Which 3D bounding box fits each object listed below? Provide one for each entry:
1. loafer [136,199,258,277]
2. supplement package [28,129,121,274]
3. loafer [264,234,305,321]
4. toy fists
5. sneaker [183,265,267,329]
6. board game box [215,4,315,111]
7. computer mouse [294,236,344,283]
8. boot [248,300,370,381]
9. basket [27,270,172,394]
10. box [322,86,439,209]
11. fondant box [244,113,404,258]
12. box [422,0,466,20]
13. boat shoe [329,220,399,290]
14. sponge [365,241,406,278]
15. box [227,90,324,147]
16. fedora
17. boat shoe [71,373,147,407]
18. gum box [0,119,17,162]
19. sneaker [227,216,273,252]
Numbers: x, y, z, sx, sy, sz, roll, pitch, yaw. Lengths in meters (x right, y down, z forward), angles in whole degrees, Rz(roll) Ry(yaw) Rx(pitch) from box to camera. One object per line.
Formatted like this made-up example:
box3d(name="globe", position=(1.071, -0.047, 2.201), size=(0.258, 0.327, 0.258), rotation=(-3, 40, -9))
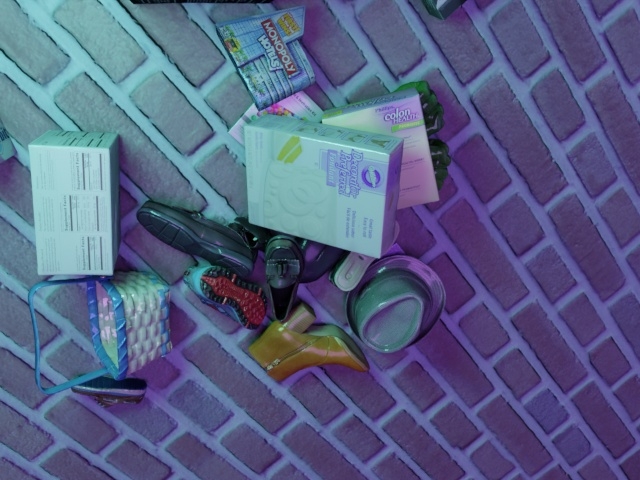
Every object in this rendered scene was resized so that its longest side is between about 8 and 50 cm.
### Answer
box3d(name="loafer", position=(-0.284, -0.017, 1.295), size=(0.302, 0.095, 0.109), rotation=(31, 143, -20))
box3d(name="supplement package", position=(-0.504, -0.085, 1.145), size=(0.145, 0.204, 0.262), rotation=(1, 109, -16))
box3d(name="loafer", position=(-0.086, 0.098, 1.308), size=(0.096, 0.084, 0.268), rotation=(2, 141, -2))
box3d(name="toy fists", position=(0.241, -0.244, 1.327), size=(0.142, 0.096, 0.279), rotation=(-17, 111, -8))
box3d(name="sneaker", position=(-0.233, 0.131, 1.352), size=(0.262, 0.125, 0.104), rotation=(49, 61, -43))
box3d(name="board game box", position=(-0.095, -0.413, 1.181), size=(0.194, 0.060, 0.194), rotation=(-29, 93, -7))
box3d(name="computer mouse", position=(0.000, 0.000, 1.367), size=(0.188, 0.072, 0.272), rotation=(30, 100, -22))
box3d(name="boot", position=(-0.031, 0.312, 1.465), size=(0.211, 0.104, 0.295), rotation=(-44, 110, 11))
box3d(name="basket", position=(-0.493, 0.196, 1.231), size=(0.289, 0.201, 0.255), rotation=(-11, 114, -43))
box3d(name="box", position=(0.137, -0.195, 1.237), size=(0.213, 0.117, 0.243), rotation=(-13, 113, 10))
box3d(name="fondant box", position=(0.001, -0.122, 1.175), size=(0.330, 0.096, 0.238), rotation=(15, 123, 21))
box3d(name="box", position=(0.268, -0.670, 1.145), size=(0.242, 0.076, 0.307), rotation=(-40, 128, 7))
box3d(name="boat shoe", position=(0.110, 0.028, 1.406), size=(0.084, 0.079, 0.233), rotation=(44, 80, -12))
box3d(name="sponge", position=(0.214, 0.109, 1.477), size=(0.117, 0.031, 0.210), rotation=(-39, 114, 4))
box3d(name="box", position=(-0.101, -0.273, 1.266), size=(0.145, 0.038, 0.186), rotation=(41, 95, -23))
box3d(name="fedora", position=(0.190, 0.183, 1.395), size=(0.244, 0.124, 0.275), rotation=(45, 106, -8))
box3d(name="boat shoe", position=(-0.538, 0.386, 1.377), size=(0.183, 0.066, 0.066), rotation=(12, 107, -17))
box3d(name="gum box", position=(-0.677, -0.196, 1.072), size=(0.062, 0.188, 0.107), rotation=(-19, 113, -6))
box3d(name="sneaker", position=(-0.141, 0.008, 1.312), size=(0.051, 0.089, 0.170), rotation=(-37, 93, 30))
